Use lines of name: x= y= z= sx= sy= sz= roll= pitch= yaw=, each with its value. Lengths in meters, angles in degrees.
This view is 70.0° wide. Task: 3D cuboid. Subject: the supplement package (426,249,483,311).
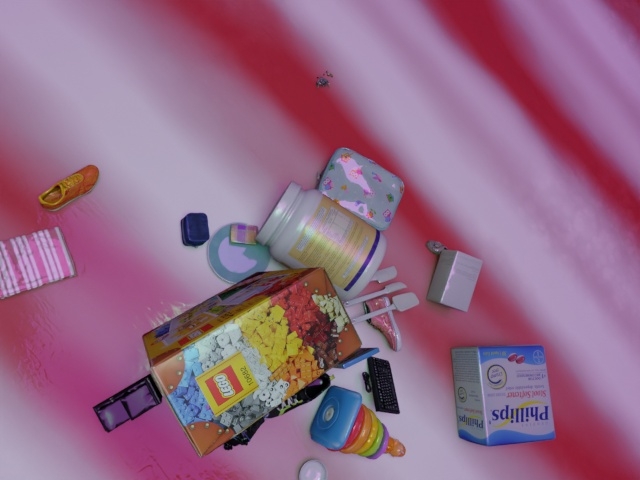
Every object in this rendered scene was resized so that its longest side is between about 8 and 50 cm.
supplement package: x=0.442 y=0.132 z=1.512 sx=0.105 sy=0.105 sz=0.180 roll=21 pitch=86 yaw=-14

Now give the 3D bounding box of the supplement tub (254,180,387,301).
supplement tub: x=0.000 y=0.000 z=1.341 sx=0.331 sy=0.241 sz=0.241 roll=33 pitch=69 yaw=-9

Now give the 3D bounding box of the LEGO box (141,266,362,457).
LEGO box: x=-0.195 y=0.234 z=1.071 sx=0.372 sy=0.500 sz=0.193 roll=-29 pitch=97 yaw=-23

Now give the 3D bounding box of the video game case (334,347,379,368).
video game case: x=0.087 y=0.341 z=1.328 sx=0.119 sy=0.166 sz=0.015 roll=-19 pitch=83 yaw=-22

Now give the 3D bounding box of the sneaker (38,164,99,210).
sneaker: x=-0.676 y=-0.145 z=1.241 sx=0.064 sy=0.067 sz=0.175 roll=43 pitch=66 yaw=-3

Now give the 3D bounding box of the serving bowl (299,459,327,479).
serving bowl: x=-0.023 y=0.661 z=1.289 sx=0.083 sy=0.027 sz=0.084 roll=4 pitch=76 yaw=-17

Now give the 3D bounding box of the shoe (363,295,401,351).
shoe: x=0.192 y=0.268 z=1.441 sx=0.081 sy=0.063 sz=0.178 roll=-10 pitch=75 yaw=-19

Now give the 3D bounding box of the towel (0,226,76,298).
towel: x=-0.759 y=0.057 z=1.187 sx=0.196 sy=0.029 sz=0.144 roll=-20 pitch=84 yaw=-24

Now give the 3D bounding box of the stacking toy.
stacking toy: x=0.133 y=0.560 z=1.319 sx=0.301 sy=0.175 sz=0.166 roll=36 pitch=67 yaw=-22

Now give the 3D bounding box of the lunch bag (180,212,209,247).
lunch bag: x=-0.363 y=-0.027 z=1.320 sx=0.067 sy=0.065 sz=0.099 roll=1 pitch=75 yaw=-34

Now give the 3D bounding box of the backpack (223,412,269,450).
backpack: x=-0.244 y=0.446 z=1.199 sx=0.173 sy=0.158 sz=0.117 roll=44 pitch=50 yaw=-2

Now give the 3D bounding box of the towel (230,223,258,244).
towel: x=-0.227 y=-0.017 z=1.367 sx=0.083 sy=0.009 sz=0.060 roll=4 pitch=77 yaw=-17

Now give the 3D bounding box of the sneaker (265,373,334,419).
sneaker: x=-0.070 y=0.427 z=1.292 sx=0.234 sy=0.097 sz=0.084 roll=-24 pitch=85 yaw=-22

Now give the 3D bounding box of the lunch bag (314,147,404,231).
lunch bag: x=0.115 y=-0.153 z=1.489 sx=0.279 sy=0.108 sz=0.224 roll=27 pitch=73 yaw=-10

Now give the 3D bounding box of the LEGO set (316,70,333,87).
LEGO set: x=0.014 y=-0.564 z=1.597 sx=0.054 sy=0.023 sz=0.083 roll=21 pitch=71 yaw=-13

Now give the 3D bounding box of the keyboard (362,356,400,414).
keyboard: x=0.177 y=0.427 z=1.365 sx=0.108 sy=0.023 sz=0.180 roll=14 pitch=37 yaw=-16

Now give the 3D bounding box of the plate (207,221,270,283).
plate: x=-0.243 y=0.038 z=1.367 sx=0.188 sy=0.024 sz=0.188 roll=5 pitch=75 yaw=-17

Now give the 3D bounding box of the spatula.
spatula: x=0.173 y=0.173 z=1.440 sx=0.241 sy=0.019 sz=0.168 roll=-15 pitch=56 yaw=-21

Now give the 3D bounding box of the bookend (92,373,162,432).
bookend: x=-0.479 y=0.406 z=1.127 sx=0.157 sy=0.156 sz=0.072 roll=-29 pitch=88 yaw=-22

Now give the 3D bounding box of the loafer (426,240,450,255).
loafer: x=0.427 y=0.035 z=1.585 sx=0.125 sy=0.039 sz=0.045 roll=33 pitch=70 yaw=-9

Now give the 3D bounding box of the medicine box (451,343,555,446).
medicine box: x=0.584 y=0.487 z=1.472 sx=0.263 sy=0.149 sz=0.290 roll=3 pitch=76 yaw=-18
